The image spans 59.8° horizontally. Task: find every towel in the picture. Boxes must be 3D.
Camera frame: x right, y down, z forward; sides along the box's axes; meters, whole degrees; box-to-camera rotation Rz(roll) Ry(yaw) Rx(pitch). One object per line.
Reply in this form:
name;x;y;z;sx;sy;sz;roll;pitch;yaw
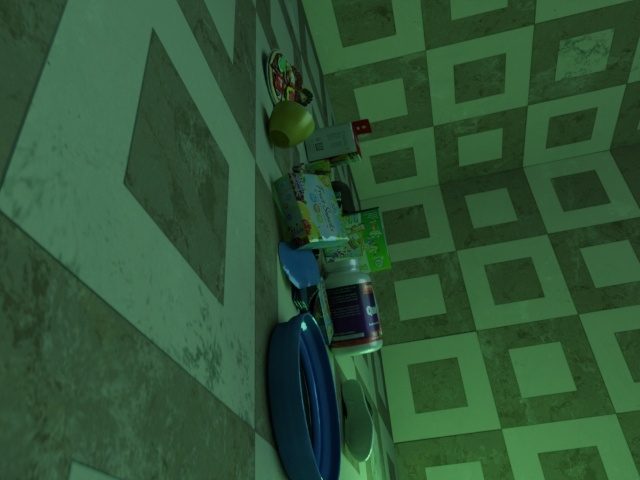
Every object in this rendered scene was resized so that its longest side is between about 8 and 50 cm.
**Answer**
towel;-0.058;0.132;1.541;0.067;0.029;0.119;66;15;-50

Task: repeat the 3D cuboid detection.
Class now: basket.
basket;0.073;-0.132;2.337;0.204;0.154;0.226;67;11;-45

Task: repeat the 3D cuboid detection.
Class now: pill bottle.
pill bottle;0.101;0.230;1.929;0.181;0.182;0.322;21;59;-80

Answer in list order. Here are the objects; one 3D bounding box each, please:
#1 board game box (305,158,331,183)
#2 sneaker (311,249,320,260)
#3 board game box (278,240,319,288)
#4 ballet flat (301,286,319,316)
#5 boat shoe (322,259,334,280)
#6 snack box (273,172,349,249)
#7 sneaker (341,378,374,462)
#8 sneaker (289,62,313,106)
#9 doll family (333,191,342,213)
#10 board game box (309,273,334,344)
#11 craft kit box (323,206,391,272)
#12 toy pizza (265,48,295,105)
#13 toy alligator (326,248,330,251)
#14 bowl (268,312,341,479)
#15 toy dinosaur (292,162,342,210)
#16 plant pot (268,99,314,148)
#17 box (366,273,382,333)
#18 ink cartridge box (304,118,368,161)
board game box;-0.008;-0.237;2.106;0.181;0.092;0.043;-90;166;-53
sneaker;-0.052;-0.036;1.673;0.094;0.082;0.208;-127;-151;-86
board game box;-0.066;0.068;1.505;0.169;0.033;0.133;-8;74;-59
ballet flat;-0.028;0.199;1.580;0.057;0.049;0.173;69;14;-46
boat shoe;0.031;0.113;2.075;0.135;0.045;0.050;-65;136;-69
snack box;-0.024;-0.081;1.562;0.175;0.070;0.207;-2;71;-49
sneaker;0.144;0.642;1.932;0.295;0.105;0.146;-98;167;-47
sneaker;-0.110;-0.556;1.959;0.092;0.088;0.225;51;1;28
doll family;0.025;-0.115;2.135;0.076;0.112;0.192;72;16;-50
board game box;0.001;0.220;1.786;0.136;0.035;0.201;-49;128;-79
craft kit box;0.134;0.012;2.195;0.061;0.250;0.246;-70;147;-74
toy pizza;-0.119;-0.514;1.790;0.201;0.032;0.201;-3;90;-68
toy alligator;0.000;0.000;2.002;0.051;0.056;0.189;48;0;17
bowl;-0.032;0.363;1.264;0.391;0.077;0.390;-11;90;-82
toy dinosaur;-0.001;-0.147;1.977;0.295;0.127;0.200;72;3;-67
plant pot;-0.097;-0.320;1.601;0.095;0.134;0.134;-61;148;-34
box;0.172;0.285;2.437;0.299;0.142;0.154;70;13;-48
ink cartridge box;0.092;-0.403;2.365;0.309;0.272;0.130;-9;88;-81
